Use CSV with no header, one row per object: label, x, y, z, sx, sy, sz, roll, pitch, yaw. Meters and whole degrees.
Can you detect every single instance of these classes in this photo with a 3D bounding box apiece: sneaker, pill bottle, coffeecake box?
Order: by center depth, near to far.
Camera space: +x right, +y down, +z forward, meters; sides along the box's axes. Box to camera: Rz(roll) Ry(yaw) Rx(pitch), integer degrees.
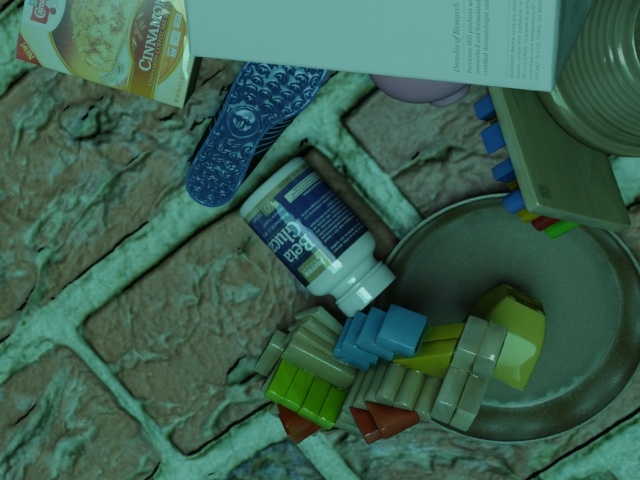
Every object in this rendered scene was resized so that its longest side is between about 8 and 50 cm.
coffeecake box,-0.211,-0.238,1.273,0.185,0.068,0.142,17,114,0
sneaker,-0.066,-0.142,1.285,0.081,0.090,0.232,35,112,-12
pill bottle,0.000,0.000,1.316,0.094,0.094,0.169,-43,88,20

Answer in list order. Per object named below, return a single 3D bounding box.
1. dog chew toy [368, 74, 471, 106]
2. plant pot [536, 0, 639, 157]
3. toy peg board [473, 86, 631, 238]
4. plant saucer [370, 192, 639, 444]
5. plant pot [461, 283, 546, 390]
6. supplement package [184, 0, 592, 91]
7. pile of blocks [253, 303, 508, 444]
dog chew toy,0.058,-0.275,1.168,0.206,0.206,0.332,-23,116,14
plant pot,0.328,-0.196,1.169,0.237,0.110,0.237,-1,96,-13
toy peg board,0.215,-0.078,1.228,0.160,0.161,0.079,9,148,-43
plant saucer,0.211,0.085,1.373,0.310,0.050,0.310,2,112,4
plant pot,0.201,0.097,1.313,0.081,0.081,0.083,27,107,-5
supplement package,0.055,-0.240,0.940,0.293,0.177,0.175,8,123,18
pile of blocks,0.036,0.153,1.292,0.149,0.112,0.362,41,145,-23
